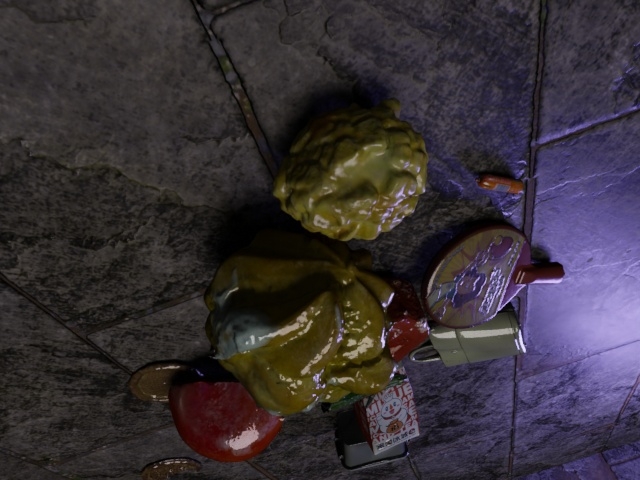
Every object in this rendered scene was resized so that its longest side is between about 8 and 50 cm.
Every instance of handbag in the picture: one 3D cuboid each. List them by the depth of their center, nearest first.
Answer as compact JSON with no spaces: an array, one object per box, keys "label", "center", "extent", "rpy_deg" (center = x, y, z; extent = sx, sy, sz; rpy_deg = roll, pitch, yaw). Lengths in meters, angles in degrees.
[{"label":"handbag","center":[0.399,0.274,1.317],"extent":[0.316,0.109,0.241],"rpy_deg":[-16,138,19]},{"label":"handbag","center":[0.186,0.472,1.399],"extent":[0.171,0.151,0.297],"rpy_deg":[-19,123,-12]}]

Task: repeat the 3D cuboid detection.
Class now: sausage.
[{"label":"sausage","center":[0.348,-0.112,0.918],"extent":[0.107,0.031,0.031],"rpy_deg":[6,132,-22]}]

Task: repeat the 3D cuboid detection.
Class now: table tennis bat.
[{"label":"table tennis bat","center":[0.405,0.082,1.084],"extent":[0.415,0.051,0.267],"rpy_deg":[0,115,-27]}]

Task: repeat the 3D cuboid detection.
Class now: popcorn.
[{"label":"popcorn","center":[0.045,-0.108,0.718],"extent":[0.235,0.216,0.181],"rpy_deg":[-11,157,33]}]

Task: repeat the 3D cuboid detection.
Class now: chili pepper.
[{"label":"chili pepper","center":[0.104,0.338,1.080],"extent":[0.227,0.088,0.059],"rpy_deg":[-5,111,-22]}]

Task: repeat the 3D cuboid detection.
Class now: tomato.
[{"label":"tomato","center":[-0.234,0.452,1.153],"extent":[0.310,0.170,0.308],"rpy_deg":[-1,145,0]}]

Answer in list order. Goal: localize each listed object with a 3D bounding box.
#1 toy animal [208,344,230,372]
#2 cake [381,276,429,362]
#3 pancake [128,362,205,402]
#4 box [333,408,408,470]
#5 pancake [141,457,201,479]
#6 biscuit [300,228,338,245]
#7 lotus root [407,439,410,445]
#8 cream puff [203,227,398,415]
[{"label":"toy animal","center":[-0.140,0.241,1.092],"extent":[0.245,0.114,0.146],"rpy_deg":[-9,134,24]},{"label":"cake","center":[0.131,0.210,1.097],"extent":[0.177,0.150,0.282],"rpy_deg":[10,132,-22]},{"label":"pancake","center":[-0.388,0.365,1.195],"extent":[0.200,0.021,0.199],"rpy_deg":[-8,136,-7]},{"label":"box","center":[0.164,0.637,1.550],"extent":[0.244,0.163,0.134],"rpy_deg":[-11,128,-5]},{"label":"pancake","center":[-0.510,0.780,1.586],"extent":[0.191,0.020,0.184],"rpy_deg":[-35,135,19]},{"label":"biscuit","center":[0.000,0.000,0.940],"extent":[0.091,0.015,0.078],"rpy_deg":[-3,135,-14]},{"label":"lotus root","center":[0.262,0.763,1.751],"extent":[0.160,0.095,0.135],"rpy_deg":[-8,140,-1]},{"label":"cream puff","center":[-0.017,0.112,0.814],"extent":[0.379,0.378,0.275],"rpy_deg":[19,110,-31]}]
